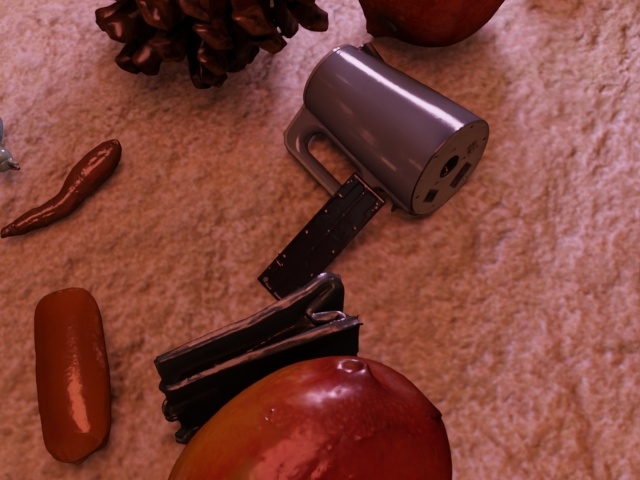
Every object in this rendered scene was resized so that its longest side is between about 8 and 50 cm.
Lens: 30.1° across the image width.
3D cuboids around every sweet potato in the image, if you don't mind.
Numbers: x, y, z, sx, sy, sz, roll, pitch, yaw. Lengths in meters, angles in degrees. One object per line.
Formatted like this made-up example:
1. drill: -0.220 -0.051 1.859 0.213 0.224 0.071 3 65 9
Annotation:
1. sweet potato: -0.364 -0.065 1.696 0.214 0.050 0.050 -44 71 -13

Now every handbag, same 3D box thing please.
1. handbag: -0.076 0.157 1.472 0.260 0.247 0.079 -24 69 -10

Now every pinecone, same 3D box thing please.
1. pinecone: -0.171 -0.382 1.702 0.384 0.384 0.384 -1 65 1

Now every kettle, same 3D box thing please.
1. kettle: 0.080 -0.145 1.684 0.243 0.160 0.210 39 101 24

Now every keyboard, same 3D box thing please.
1. keyboard: 0.000 0.000 1.633 0.067 0.011 0.202 44 96 18

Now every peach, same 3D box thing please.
1. peach: -0.011 0.298 1.363 0.373 0.290 0.372 -3 102 -15
2. peach: 0.157 -0.383 1.743 0.232 0.256 0.232 27 33 -20

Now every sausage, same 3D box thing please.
1. sausage: -0.322 0.176 1.558 0.098 0.098 0.238 -9 63 -3

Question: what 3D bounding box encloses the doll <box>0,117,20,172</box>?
1. doll: -0.511 -0.098 1.705 0.159 0.059 0.158 -28 68 -1
